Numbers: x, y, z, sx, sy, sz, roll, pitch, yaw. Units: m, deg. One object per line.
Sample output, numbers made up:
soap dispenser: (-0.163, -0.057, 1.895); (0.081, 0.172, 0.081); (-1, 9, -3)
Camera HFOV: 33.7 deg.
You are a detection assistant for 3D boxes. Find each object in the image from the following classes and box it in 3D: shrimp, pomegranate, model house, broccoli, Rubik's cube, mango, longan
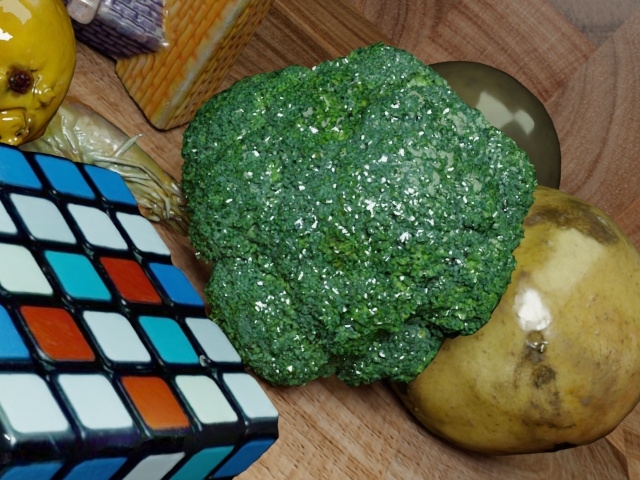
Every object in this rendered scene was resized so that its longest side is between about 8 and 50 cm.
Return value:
shrimp: (-0.187, -0.056, 0.913); (0.249, 0.068, 0.150); (23, 39, -34)
pomegranate: (0.196, 0.077, 1.055); (0.281, 0.281, 0.281); (38, 20, -16)
model house: (-0.176, -0.276, 1.178); (0.237, 0.202, 0.237); (34, 20, -25)
broccoli: (0.022, -0.021, 0.917); (0.308, 0.308, 0.275); (42, -3, -4)
Rubik's cube: (-0.164, 0.075, 0.481); (0.184, 0.187, 0.182); (9, 38, -56)
mango: (-0.293, -0.172, 0.798); (0.201, 0.152, 0.287); (-26, 51, -31)
longan: (0.172, -0.098, 1.402); (0.297, 0.297, 0.297); (38, 20, -16)
